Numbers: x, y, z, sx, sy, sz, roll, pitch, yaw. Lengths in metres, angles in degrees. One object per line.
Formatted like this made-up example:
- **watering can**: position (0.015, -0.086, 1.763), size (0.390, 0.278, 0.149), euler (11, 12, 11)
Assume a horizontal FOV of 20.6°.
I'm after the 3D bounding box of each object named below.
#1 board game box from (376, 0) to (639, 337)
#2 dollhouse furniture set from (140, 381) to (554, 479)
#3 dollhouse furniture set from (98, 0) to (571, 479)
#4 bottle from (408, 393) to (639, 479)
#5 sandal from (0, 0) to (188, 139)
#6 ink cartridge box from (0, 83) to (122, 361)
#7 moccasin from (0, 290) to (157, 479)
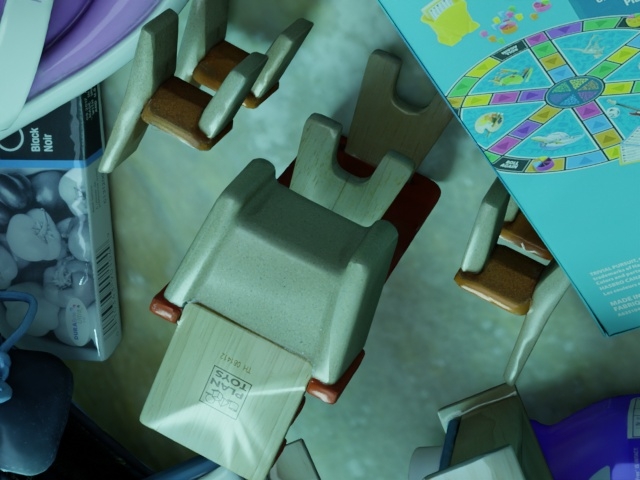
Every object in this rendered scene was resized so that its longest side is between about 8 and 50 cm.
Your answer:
- **board game box**: position (0.166, -0.118, 0.731), size (0.253, 0.079, 0.336), euler (-18, 131, 25)
- **dollhouse furniture set**: position (0.005, 0.249, 0.927), size (0.303, 0.198, 0.286), euler (-22, 91, 9)
- **dollhouse furniture set**: position (0.000, 0.000, 0.938), size (0.262, 0.259, 0.135), euler (27, 118, 7)
- **bottle**: position (0.195, 0.149, 1.037), size (0.282, 0.092, 0.118), euler (-3, 103, 14)
- **sandal**: position (-0.204, -0.133, 0.985), size (0.416, 0.102, 0.169), euler (-41, 86, 11)
- **ink cartridge box**: position (-0.234, -0.030, 1.099), size (0.208, 0.045, 0.206), euler (2, 110, 14)
- **moccasin**: position (-0.191, 0.100, 1.062), size (0.116, 0.138, 0.342), euler (-23, 135, 25)
